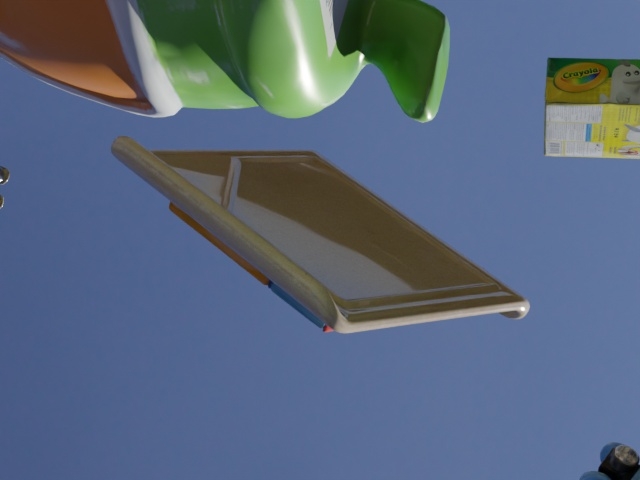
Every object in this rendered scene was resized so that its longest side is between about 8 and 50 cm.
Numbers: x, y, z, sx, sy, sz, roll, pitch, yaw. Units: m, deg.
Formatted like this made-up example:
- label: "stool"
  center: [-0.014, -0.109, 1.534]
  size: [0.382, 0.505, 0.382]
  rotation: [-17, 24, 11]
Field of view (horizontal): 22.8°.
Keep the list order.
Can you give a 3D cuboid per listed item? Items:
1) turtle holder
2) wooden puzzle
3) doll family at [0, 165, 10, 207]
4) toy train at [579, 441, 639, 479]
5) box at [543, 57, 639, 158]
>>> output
- label: "turtle holder"
  center: [-0.058, -0.206, 0.636]
  size: [0.227, 0.243, 0.320]
  rotation: [3, -99, 14]
- label: "wooden puzzle"
  center: [0.000, 0.000, 1.077]
  size: [0.221, 0.044, 0.239]
  rotation: [37, -160, 33]
- label: "doll family"
  center: [-0.272, 0.001, 1.096]
  size: [0.076, 0.111, 0.193]
  rotation: [-11, -112, 23]
- label: "toy train"
  center: [0.309, 0.289, 1.624]
  size: [0.105, 0.184, 0.080]
  rotation: [30, -138, 20]
- label: "box"
  center: [0.256, -0.096, 1.175]
  size: [0.179, 0.105, 0.043]
  rotation: [4, -108, 8]
